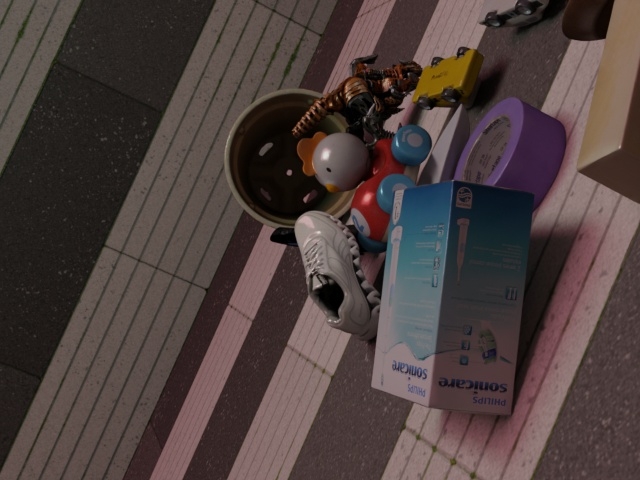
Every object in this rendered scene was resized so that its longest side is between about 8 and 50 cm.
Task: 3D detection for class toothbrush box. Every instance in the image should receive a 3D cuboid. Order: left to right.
[{"bbox_3d":[0.176,0.076,1.343,0.216,0.126,0.296,173,105,-73],"label":"toothbrush box"}]

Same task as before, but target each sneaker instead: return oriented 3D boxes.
[{"bbox_3d":[0.017,0.054,1.830,0.110,0.118,0.292,-49,52,28],"label":"sneaker"}]

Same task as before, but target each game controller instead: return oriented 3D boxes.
[{"bbox_3d":[0.000,0.000,2.098,0.319,0.166,0.067,174,97,-73],"label":"game controller"}]

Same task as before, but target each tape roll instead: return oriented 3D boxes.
[{"bbox_3d":[0.286,-0.118,1.498,0.189,0.080,0.189,-58,17,29],"label":"tape roll"}]

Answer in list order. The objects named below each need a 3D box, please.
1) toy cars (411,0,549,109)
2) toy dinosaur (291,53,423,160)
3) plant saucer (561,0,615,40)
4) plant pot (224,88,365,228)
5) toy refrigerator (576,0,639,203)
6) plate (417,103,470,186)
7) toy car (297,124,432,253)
[{"bbox_3d":[0.312,-0.360,1.786,0.394,0.087,0.176,-50,26,35],"label":"toy cars"},{"bbox_3d":[0.091,-0.281,2.108,0.321,0.218,0.164,-23,0,-1],"label":"toy dinosaur"},{"bbox_3d":[0.413,-0.338,1.313,0.036,0.198,0.199,53,129,23],"label":"plant saucer"},{"bbox_3d":[-0.069,-0.179,2.406,0.305,0.333,0.334,155,138,-84],"label":"plant pot"},{"bbox_3d":[0.399,-0.189,1.189,0.094,0.102,0.270,-33,36,63],"label":"toy refrigerator"},{"bbox_3d":[0.192,-0.054,1.685,0.278,0.045,0.277,113,175,-66],"label":"plate"},{"bbox_3d":[0.061,-0.120,1.856,0.219,0.238,0.210,110,179,-65],"label":"toy car"}]
